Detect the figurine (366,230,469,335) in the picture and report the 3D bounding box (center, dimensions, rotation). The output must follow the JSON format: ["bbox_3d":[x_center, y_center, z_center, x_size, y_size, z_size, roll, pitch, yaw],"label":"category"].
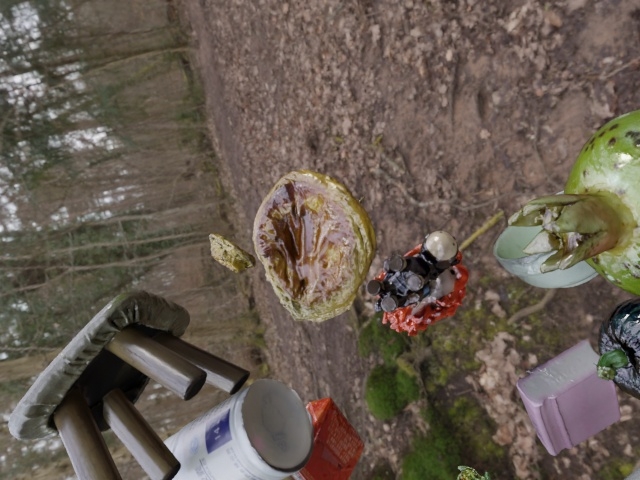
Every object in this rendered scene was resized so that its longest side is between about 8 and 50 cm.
[{"bbox_3d":[0.280,0.109,1.472,0.241,0.306,0.412,33,171,25],"label":"figurine"}]

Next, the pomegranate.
[{"bbox_3d":[0.380,-0.022,0.634,0.231,0.286,0.231,55,175,7],"label":"pomegranate"}]

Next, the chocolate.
[{"bbox_3d":[0.001,0.636,1.577,0.237,0.108,0.235,58,-135,-24],"label":"chocolate"}]

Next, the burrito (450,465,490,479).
[{"bbox_3d":[0.198,0.477,0.883,0.104,0.054,0.288,-103,30,-62],"label":"burrito"}]

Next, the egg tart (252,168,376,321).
[{"bbox_3d":[0.000,0.000,1.274,0.351,0.339,0.153,52,-150,12],"label":"egg tart"}]

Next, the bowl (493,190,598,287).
[{"bbox_3d":[0.608,0.005,1.307,0.163,0.307,0.307,48,180,-10],"label":"bowl"}]

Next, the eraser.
[{"bbox_3d":[0.802,0.513,1.680,0.359,0.272,0.122,58,-176,-38],"label":"eraser"}]

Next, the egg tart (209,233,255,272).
[{"bbox_3d":[-0.205,0.031,1.182,0.130,0.052,0.130,32,165,9],"label":"egg tart"}]

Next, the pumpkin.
[{"bbox_3d":[0.727,0.258,1.188,0.248,0.248,0.248,163,90,-86],"label":"pumpkin"}]

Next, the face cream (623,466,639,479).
[{"bbox_3d":[0.853,0.555,1.261,0.101,0.252,0.101,50,-178,-2],"label":"face cream"}]

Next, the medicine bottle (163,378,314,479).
[{"bbox_3d":[-0.190,0.441,1.093,0.190,0.332,0.190,35,-146,-28],"label":"medicine bottle"}]

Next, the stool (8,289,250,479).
[{"bbox_3d":[-0.322,0.281,0.951,0.226,0.310,0.310,37,174,16],"label":"stool"}]
